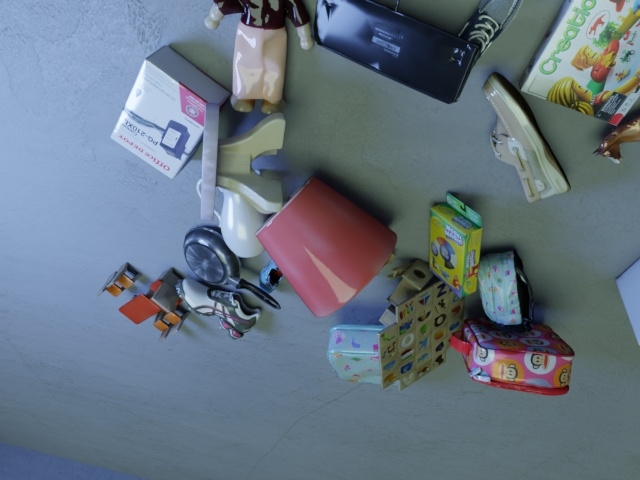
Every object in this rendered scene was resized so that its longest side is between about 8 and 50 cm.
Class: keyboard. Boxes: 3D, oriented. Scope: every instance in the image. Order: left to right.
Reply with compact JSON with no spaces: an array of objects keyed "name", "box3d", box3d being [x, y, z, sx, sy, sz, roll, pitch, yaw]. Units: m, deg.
[{"name":"keyboard","box3d":[0.132,-0.388,0.868,0.317,0.033,0.201,30,140,14]}]

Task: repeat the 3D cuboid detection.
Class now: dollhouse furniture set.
[{"name":"dollhouse furniture set","box3d":[-0.536,0.196,1.534,0.259,0.135,0.262,-31,115,34]},{"name":"dollhouse furniture set","box3d":[0.186,0.110,1.308,0.161,0.101,0.181,39,133,15]}]

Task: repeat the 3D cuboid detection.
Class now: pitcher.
[{"name":"pitcher","box3d":[-0.217,-0.067,1.240,0.178,0.125,0.206,4,120,21]}]

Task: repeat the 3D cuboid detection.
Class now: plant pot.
[{"name":"plant pot","box3d":[0.000,0.000,1.153,0.243,0.275,0.275,44,127,-7]}]

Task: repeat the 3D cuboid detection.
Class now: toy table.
[{"name":"toy table","box3d":[-0.167,-0.156,1.037,0.161,0.251,0.274,2,148,-12]}]

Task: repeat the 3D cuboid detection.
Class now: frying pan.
[{"name":"frying pan","box3d":[-0.277,0.103,1.405,0.197,0.053,0.326,-24,106,41]}]

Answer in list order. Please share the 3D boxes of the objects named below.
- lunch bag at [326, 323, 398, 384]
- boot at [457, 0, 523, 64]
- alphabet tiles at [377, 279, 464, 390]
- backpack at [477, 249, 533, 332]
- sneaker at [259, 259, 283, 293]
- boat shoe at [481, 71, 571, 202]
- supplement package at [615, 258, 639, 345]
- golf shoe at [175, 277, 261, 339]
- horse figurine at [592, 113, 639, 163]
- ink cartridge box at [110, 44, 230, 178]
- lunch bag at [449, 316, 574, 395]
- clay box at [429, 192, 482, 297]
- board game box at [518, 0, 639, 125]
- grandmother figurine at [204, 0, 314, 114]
[{"name":"lunch bag","box3d":[0.148,0.334,1.430,0.224,0.107,0.279,-3,148,14]},{"name":"boot","box3d":[0.287,-0.364,0.866,0.069,0.086,0.190,29,130,-8]},{"name":"alphabet tiles","box3d":[0.271,0.255,1.303,0.285,0.011,0.342,-26,131,-21]},{"name":"backpack","box3d":[0.443,0.116,1.185,0.115,0.152,0.181,-12,114,17]},{"name":"sneaker","box3d":[-0.140,0.105,1.386,0.064,0.073,0.162,26,132,-5]},{"name":"boat shoe","box3d":[0.387,-0.191,0.971,0.098,0.109,0.302,-27,123,31]},{"name":"supplement package","box3d":[0.790,0.094,1.022,0.145,0.204,0.261,22,131,-4]},{"name":"golf shoe","box3d":[-0.309,0.184,1.499,0.120,0.105,0.273,-41,116,21]},{"name":"horse figurine","box3d":[0.656,-0.229,0.888,0.175,0.066,0.263,23,134,-11]},{"name":"ink cartridge box","box3d":[-0.341,-0.280,1.107,0.172,0.100,0.237,35,129,-13]},{"name":"lunch bag","box3d":[0.453,0.269,1.212,0.259,0.293,0.120,6,96,10]},{"name":"clay box","box3d":[0.310,0.011,1.143,0.053,0.127,0.221,-23,129,-16]},{"name":"board game box","box3d":[0.503,-0.364,0.826,0.193,0.053,0.305,20,131,0]},{"name":"grandmother figurine","box3d":[-0.114,-0.418,0.938,0.208,0.104,0.342,-1,131,-19]}]
